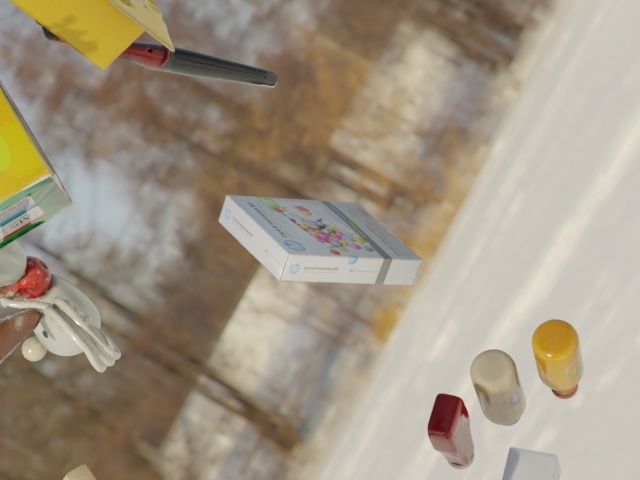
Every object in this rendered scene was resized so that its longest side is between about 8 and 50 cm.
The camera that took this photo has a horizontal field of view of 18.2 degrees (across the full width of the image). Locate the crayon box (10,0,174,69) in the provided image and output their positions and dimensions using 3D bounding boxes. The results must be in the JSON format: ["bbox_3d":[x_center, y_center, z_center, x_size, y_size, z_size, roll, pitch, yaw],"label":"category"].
[{"bbox_3d":[-0.263,-0.285,1.795,0.081,0.202,0.318,-42,44,11],"label":"crayon box"}]

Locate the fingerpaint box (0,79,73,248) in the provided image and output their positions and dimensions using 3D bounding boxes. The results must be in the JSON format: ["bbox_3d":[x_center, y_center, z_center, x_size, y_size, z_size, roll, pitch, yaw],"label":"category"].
[{"bbox_3d":[-0.514,-0.086,1.828,0.445,0.371,0.163,-32,-9,-5],"label":"fingerpaint box"}]

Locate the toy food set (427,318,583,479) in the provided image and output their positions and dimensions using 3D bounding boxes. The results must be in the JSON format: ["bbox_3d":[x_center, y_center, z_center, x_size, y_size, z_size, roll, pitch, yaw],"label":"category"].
[{"bbox_3d":[0.149,0.185,1.664,0.104,0.111,0.232,66,-144,-59],"label":"toy food set"}]

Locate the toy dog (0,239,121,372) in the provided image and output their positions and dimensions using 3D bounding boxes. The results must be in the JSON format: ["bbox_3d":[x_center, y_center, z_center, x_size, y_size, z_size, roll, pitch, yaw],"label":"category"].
[{"bbox_3d":[-0.377,0.048,2.069,0.161,0.333,0.220,-42,23,2],"label":"toy dog"}]

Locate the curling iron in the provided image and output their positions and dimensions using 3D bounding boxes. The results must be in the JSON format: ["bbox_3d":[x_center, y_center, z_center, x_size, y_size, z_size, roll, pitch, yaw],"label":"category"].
[{"bbox_3d":[-0.174,-0.211,2.150,0.035,0.274,0.068,-121,50,-73],"label":"curling iron"}]

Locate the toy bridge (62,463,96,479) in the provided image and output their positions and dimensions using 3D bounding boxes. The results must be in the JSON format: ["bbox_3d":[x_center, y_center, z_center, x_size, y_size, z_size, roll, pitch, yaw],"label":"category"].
[{"bbox_3d":[-0.244,0.279,1.946,0.026,0.063,0.188,-29,-12,-33],"label":"toy bridge"}]

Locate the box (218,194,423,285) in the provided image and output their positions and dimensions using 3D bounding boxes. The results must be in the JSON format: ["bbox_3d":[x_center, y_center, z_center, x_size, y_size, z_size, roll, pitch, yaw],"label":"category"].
[{"bbox_3d":[0.000,0.000,2.229,0.145,0.186,0.038,43,123,47],"label":"box"}]
